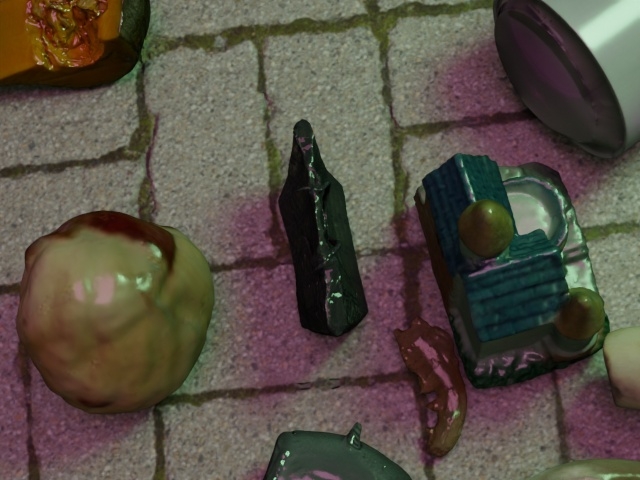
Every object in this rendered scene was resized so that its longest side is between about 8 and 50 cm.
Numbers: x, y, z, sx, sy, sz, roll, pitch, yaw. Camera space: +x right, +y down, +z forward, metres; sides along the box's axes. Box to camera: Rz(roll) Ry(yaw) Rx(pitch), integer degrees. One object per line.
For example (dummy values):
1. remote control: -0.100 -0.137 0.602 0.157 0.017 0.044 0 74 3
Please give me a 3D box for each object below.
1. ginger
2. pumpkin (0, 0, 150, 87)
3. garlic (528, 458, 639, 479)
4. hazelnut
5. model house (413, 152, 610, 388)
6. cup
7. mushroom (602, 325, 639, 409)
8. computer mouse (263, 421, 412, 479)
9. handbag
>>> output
1. ginger: 0.143 0.177 1.618 0.069 0.051 0.173 -16 71 3
2. pumpkin: -0.333 -0.277 1.765 0.248 0.126 0.131 -10 80 21
3. garlic: 0.349 0.392 1.493 0.325 0.132 0.279 -3 72 1
4. hazelnut: -0.260 0.087 1.609 0.241 0.261 0.261 -4 70 37
5. model house: 0.230 0.006 1.519 0.194 0.325 0.267 -15 73 2
6. cup: 0.419 -0.295 1.631 0.371 0.253 0.253 -36 74 -7
7. mushroom: 0.493 0.167 1.480 0.336 0.314 0.314 -1 72 28
8. computer mouse: -0.019 0.390 1.531 0.188 0.122 0.371 20 69 6
9. handbag: 0.000 0.000 1.616 0.088 0.175 0.270 -11 75 -1
